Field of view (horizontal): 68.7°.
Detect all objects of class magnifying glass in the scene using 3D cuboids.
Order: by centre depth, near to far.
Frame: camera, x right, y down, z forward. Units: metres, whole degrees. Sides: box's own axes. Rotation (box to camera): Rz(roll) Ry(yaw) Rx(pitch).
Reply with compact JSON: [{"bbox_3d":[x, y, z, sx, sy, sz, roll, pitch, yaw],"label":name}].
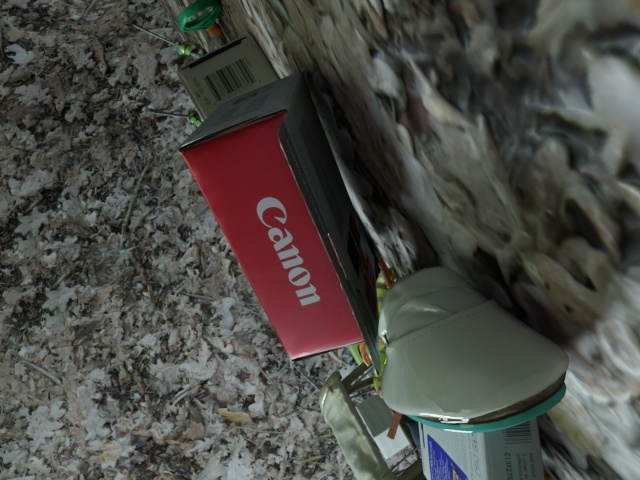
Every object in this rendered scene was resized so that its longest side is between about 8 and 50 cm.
[{"bbox_3d":[-0.242,-0.463,0.985,0.026,0.092,0.231,57,-174,-12],"label":"magnifying glass"}]

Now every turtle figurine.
[{"bbox_3d":[0.105,0.178,0.767,0.217,0.087,0.270,45,-142,-63],"label":"turtle figurine"},{"bbox_3d":[-0.296,-0.370,1.143,0.274,0.198,0.266,2,-156,-46],"label":"turtle figurine"}]

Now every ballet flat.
[{"bbox_3d":[0.111,0.095,0.485,0.139,0.139,0.400,58,178,12],"label":"ballet flat"}]

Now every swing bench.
[{"bbox_3d":[0.145,0.375,0.974,0.253,0.254,0.165,54,173,44],"label":"swing bench"}]

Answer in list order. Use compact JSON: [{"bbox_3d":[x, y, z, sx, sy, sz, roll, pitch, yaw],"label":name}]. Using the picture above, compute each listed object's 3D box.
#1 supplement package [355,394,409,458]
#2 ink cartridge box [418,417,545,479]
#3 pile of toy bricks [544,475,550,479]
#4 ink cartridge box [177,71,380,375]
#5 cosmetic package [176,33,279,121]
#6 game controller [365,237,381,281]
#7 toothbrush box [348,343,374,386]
[{"bbox_3d":[0.196,0.415,1.131,0.105,0.179,0.105,63,174,-33],"label":"supplement package"},{"bbox_3d":[0.192,0.276,0.630,0.371,0.069,0.176,97,170,-79],"label":"ink cartridge box"},{"bbox_3d":[0.290,0.389,0.638,0.105,0.118,0.212,18,148,15],"label":"pile of toy bricks"},{"bbox_3d":[-0.033,-0.017,0.582,0.272,0.130,0.309,-85,-26,-61],"label":"ink cartridge box"},{"bbox_3d":[-0.156,-0.250,0.927,0.129,0.153,0.296,60,174,5],"label":"cosmetic package"},{"bbox_3d":[0.021,-0.041,0.874,0.319,0.067,0.166,61,175,-5],"label":"game controller"},{"bbox_3d":[0.102,0.222,1.271,0.283,0.122,0.206,60,175,0],"label":"toothbrush box"}]
